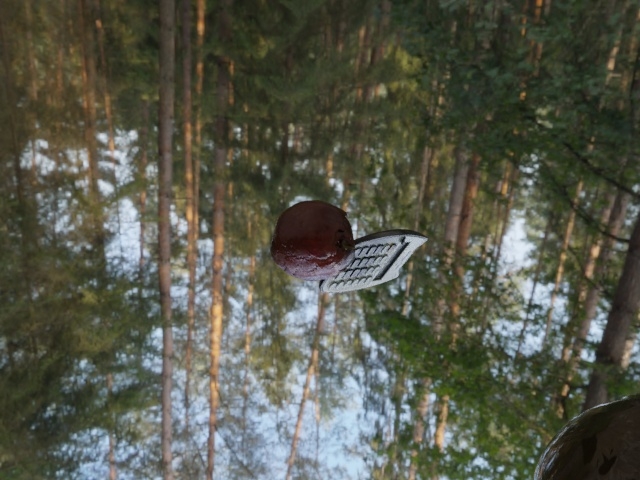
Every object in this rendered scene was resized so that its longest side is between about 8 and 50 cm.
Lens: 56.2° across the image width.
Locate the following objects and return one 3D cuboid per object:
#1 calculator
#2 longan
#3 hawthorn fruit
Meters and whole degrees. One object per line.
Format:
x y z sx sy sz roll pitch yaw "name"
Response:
0.106 0.045 1.270 0.268 0.177 0.040 -9 -128 -46 "calculator"
0.556 0.471 0.988 0.405 0.435 0.403 6 -127 -8 "longan"
0.000 0.000 1.028 0.148 0.148 0.172 -12 -173 -35 "hawthorn fruit"
